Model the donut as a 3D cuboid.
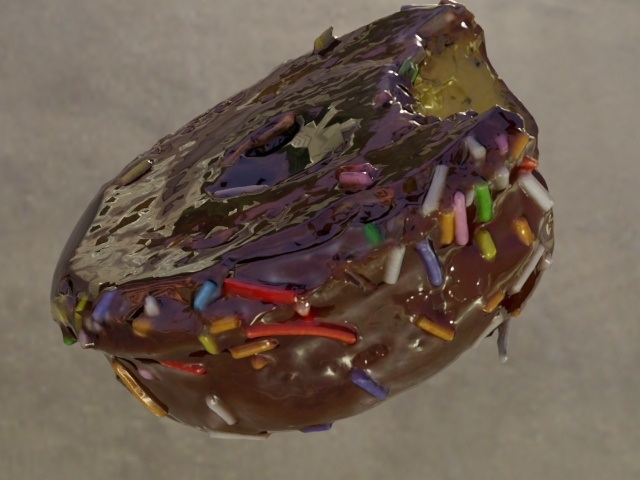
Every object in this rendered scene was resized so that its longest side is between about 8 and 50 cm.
[{"bbox_3d":[-0.001,-0.001,0.755,0.216,0.096,0.230,-31,24,-1],"label":"donut"}]
